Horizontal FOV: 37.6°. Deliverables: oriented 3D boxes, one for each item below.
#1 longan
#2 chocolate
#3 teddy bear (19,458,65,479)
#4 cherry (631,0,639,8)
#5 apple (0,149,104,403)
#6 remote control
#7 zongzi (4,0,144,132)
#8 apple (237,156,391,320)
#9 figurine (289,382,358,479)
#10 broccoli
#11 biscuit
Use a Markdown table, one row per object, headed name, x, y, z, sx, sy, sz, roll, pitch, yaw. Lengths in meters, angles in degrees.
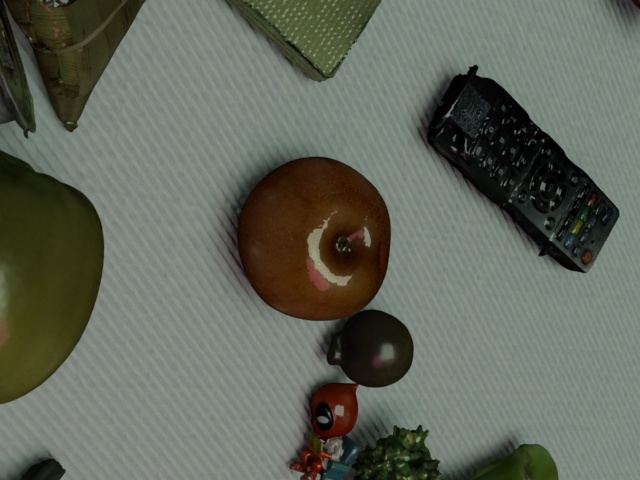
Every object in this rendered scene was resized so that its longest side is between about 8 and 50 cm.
| name | x | y | z | sx | sy | sz | roll | pitch | yaw |
| --- | --- | --- | --- | --- | --- | --- | --- | --- | --- |
| longan | 0.067 | 0.145 | 1.265 | 0.119 | 0.106 | 0.106 | -1 | 101 | -10 |
| chocolate | -0.365 | -0.186 | 0.883 | 0.147 | 0.221 | 0.221 | -13 | 108 | -11 |
| teddy bear | -0.304 | 0.349 | 1.059 | 0.251 | 0.144 | 0.171 | 37 | 44 | -17 |
| cherry | 0.519 | -0.428 | 1.383 | 0.192 | 0.175 | 0.249 | -17 | 110 | -19 |
| apple | -0.336 | 0.028 | 0.890 | 0.262 | 0.262 | 0.262 | -7 | 104 | -31 |
| remote control | 0.298 | -0.091 | 1.380 | 0.399 | 0.062 | 0.144 | 38 | 80 | -34 |
| zongzi | -0.235 | -0.235 | 1.005 | 0.194 | 0.099 | 0.197 | -44 | 147 | -30 |
| apple | 0.000 | 0.000 | 1.149 | 0.201 | 0.162 | 0.201 | -8 | 106 | -30 |
| figurine | 0.015 | 0.256 | 1.269 | 0.075 | 0.068 | 0.140 | 17 | 93 | -31 |
| broccoli | 0.192 | 0.469 | 1.372 | 0.397 | 0.275 | 0.353 | 9 | 114 | -54 |
| biscuit | -0.045 | -0.319 | 1.119 | 0.252 | 0.052 | 0.150 | 37 | 76 | -34 |
